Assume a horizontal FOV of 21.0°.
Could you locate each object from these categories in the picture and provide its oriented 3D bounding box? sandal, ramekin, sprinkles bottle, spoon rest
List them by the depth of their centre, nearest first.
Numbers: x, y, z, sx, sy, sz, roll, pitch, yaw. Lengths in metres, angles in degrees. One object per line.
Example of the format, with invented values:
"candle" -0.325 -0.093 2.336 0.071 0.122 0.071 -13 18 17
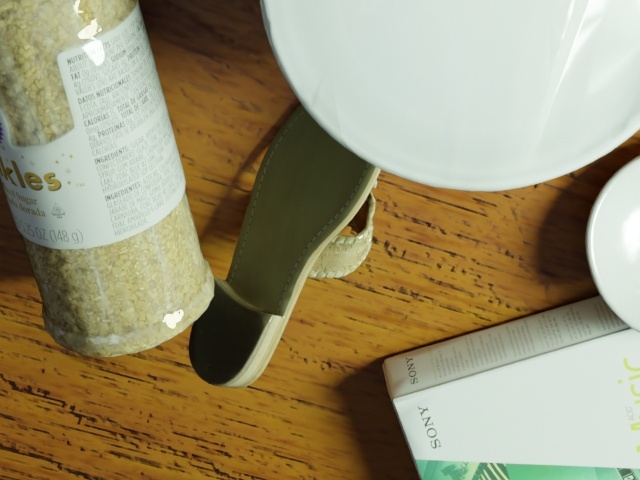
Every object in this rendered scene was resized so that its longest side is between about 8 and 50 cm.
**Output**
"ramekin" 0.093 -0.175 1.040 0.273 0.127 0.273 -3 114 -6
"sprinkles bottle" -0.159 -0.099 1.083 0.121 0.121 0.355 -11 122 2
"spoon rest" 0.317 -0.024 1.185 0.276 0.084 0.137 -22 91 5
"sandal" -0.004 -0.003 1.193 0.079 0.088 0.240 13 110 -53

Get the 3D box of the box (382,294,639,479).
"box" 0.232 0.147 1.310 0.322 0.058 0.232 -17 122 6
